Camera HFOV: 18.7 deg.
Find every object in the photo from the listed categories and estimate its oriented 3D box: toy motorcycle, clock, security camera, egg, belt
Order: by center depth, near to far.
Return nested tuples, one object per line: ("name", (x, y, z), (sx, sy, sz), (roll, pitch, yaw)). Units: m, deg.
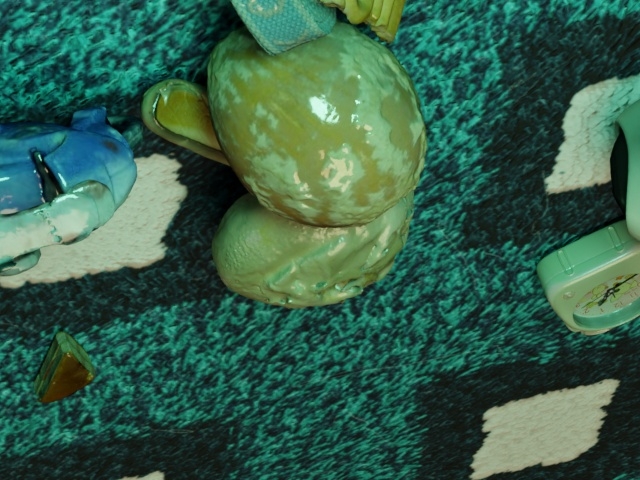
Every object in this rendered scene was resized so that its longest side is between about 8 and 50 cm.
("belt", (-0.049, -0.252, 1.793), (0.082, 0.147, 0.163), (-18, 112, 14))
("toy motorcycle", (-0.311, -0.026, 1.889), (0.319, 0.241, 0.182), (-19, 139, -5))
("egg", (-0.006, -0.121, 1.935), (0.245, 0.203, 0.203), (41, 118, -17))
("security camera", (0.430, -0.074, 2.239), (0.194, 0.194, 0.236), (-33, 147, 18))
("clock", (0.370, 0.057, 2.507), (0.151, 0.062, 0.191), (-26, 146, 8))

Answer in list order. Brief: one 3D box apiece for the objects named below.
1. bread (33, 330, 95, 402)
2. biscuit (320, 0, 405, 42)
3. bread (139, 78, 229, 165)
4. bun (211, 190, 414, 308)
("bread", (-0.298, 0.153, 2.314), (0.062, 0.043, 0.109), (5, 138, -30))
("biscuit", (0.041, -0.272, 1.818), (0.033, 0.144, 0.224), (12, 172, 24))
("bread", (-0.105, -0.117, 2.020), (0.214, 0.073, 0.053), (16, 173, -42))
("bun", (0.000, 0.000, 2.133), (0.239, 0.141, 0.239), (-21, 164, -6))
